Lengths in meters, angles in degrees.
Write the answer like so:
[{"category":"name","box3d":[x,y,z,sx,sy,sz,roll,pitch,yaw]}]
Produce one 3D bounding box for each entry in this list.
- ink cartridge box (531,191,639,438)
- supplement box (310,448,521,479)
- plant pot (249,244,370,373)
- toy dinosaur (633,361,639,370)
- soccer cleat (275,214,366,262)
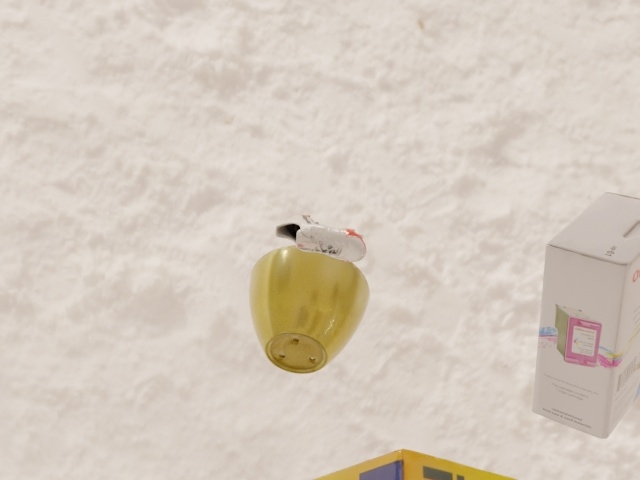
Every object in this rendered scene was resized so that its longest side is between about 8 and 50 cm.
[{"category":"ink cartridge box","box3d":[0.174,0.043,0.593,0.052,0.122,0.088,19,34,32]},{"category":"supplement box","box3d":[0.023,0.328,0.822,0.195,0.356,0.194,22,53,-32]},{"category":"plant pot","box3d":[-0.019,0.086,1.039,0.134,0.134,0.095,18,45,-5]},{"category":"toy dinosaur","box3d":[0.174,0.025,0.353,0.092,0.183,0.053,-16,90,-2]},{"category":"soccer cleat","box3d":[0.000,0.000,0.762,0.035,0.029,0.083,-17,30,-42]}]
